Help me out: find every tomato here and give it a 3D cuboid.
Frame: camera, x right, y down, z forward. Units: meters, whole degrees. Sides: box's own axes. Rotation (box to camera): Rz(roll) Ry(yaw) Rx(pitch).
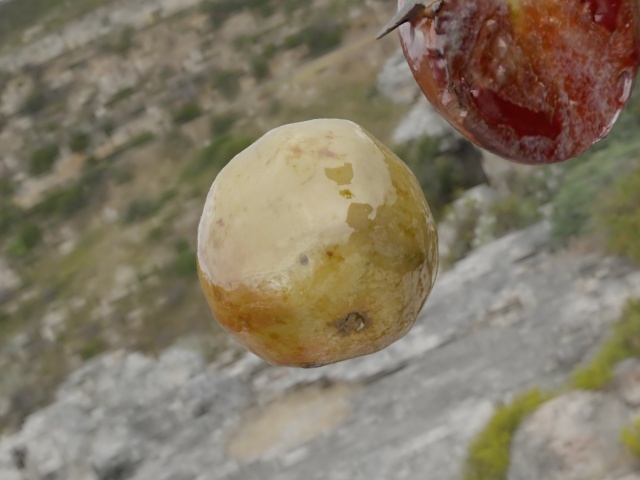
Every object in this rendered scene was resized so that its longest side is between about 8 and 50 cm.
[{"bbox_3d":[0.187,-0.234,1.612,0.309,0.309,0.170,-29,24,-25],"label":"tomato"}]

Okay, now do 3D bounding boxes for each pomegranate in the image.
[{"bbox_3d":[0.000,0.000,2.034,0.343,0.342,0.342,-23,11,5],"label":"pomegranate"}]
